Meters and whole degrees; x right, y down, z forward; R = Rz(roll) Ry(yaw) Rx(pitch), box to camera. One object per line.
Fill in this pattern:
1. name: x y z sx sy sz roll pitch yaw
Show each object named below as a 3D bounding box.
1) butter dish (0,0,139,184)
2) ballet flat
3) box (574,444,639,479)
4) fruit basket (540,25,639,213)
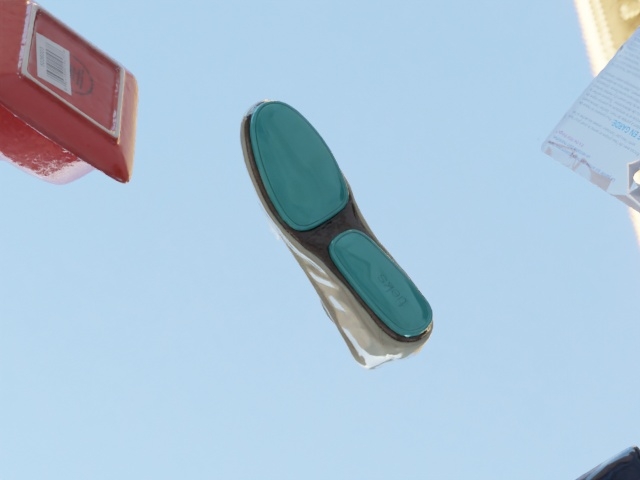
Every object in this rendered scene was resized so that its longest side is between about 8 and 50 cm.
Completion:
1. butter dish: -0.246 -0.111 1.206 0.118 0.160 0.160 -36 -54 27
2. ballet flat: 0.000 0.000 1.174 0.086 0.086 0.248 -34 -103 10
3. box: 0.333 0.438 1.253 0.212 0.293 0.395 -35 -136 6
4. fruit basket: 0.386 -0.156 1.202 0.165 0.327 0.353 32 -84 -31
